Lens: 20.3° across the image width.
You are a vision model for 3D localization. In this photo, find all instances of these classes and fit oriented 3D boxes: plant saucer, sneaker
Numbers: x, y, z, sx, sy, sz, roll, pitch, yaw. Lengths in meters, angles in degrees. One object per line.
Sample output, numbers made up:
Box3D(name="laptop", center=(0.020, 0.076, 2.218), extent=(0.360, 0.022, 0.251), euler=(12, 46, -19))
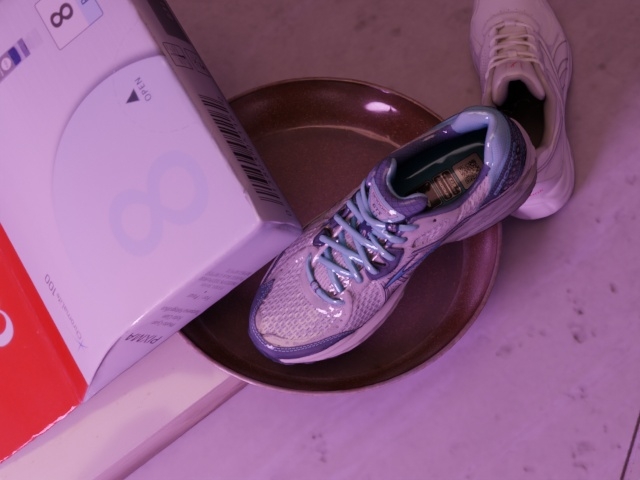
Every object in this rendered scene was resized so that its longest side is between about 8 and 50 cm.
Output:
Box3D(name="plant saucer", center=(0.000, 0.000, 1.549), extent=(0.310, 0.050, 0.310), euler=(0, 61, -1))
Box3D(name="sneaker", center=(0.176, -0.143, 1.555), extent=(0.090, 0.115, 0.232), euler=(-11, 69, 8))
Box3D(name="sneaker", center=(0.046, -0.015, 1.439), extent=(0.283, 0.122, 0.110), euler=(-41, 72, 0))

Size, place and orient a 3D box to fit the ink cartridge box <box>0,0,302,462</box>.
Box3D(name="ink cartridge box", center=(-0.245, -0.024, 1.504), extent=(0.385, 0.091, 0.308), euler=(-37, 71, 15))

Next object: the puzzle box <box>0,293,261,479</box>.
Box3D(name="puzzle box", center=(-0.274, 0.123, 1.594), extent=(0.409, 0.052, 0.272), euler=(-36, 67, -2))
